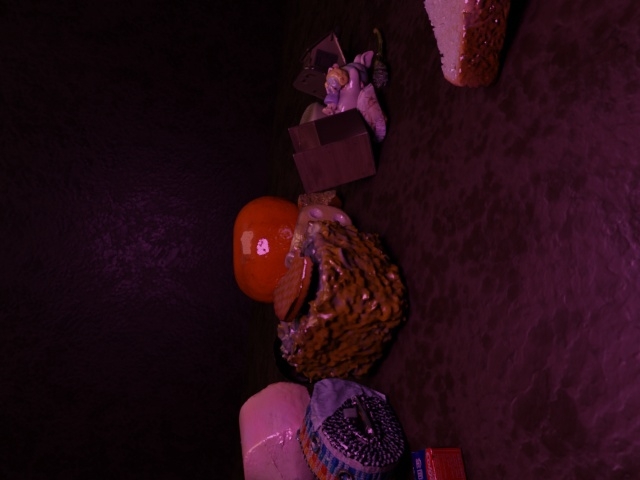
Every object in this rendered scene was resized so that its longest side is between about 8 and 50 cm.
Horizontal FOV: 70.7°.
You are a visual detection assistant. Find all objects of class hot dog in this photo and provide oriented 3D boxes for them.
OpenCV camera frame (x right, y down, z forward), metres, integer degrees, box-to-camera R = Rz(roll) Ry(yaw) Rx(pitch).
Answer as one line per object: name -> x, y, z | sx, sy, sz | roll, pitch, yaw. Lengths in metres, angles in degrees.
hot dog -> 0.151, -0.367, 1.306 | 0.108, 0.059, 0.191 | 106, 158, -54

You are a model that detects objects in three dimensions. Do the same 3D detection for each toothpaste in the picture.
toothpaste -> 0.212, 0.507, 0.721 | 0.076, 0.066, 0.320 | 122, 152, -54

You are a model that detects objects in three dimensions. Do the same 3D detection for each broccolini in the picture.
broccolini -> 0.174, -0.551, 1.334 | 0.051, 0.054, 0.238 | 98, 174, -62

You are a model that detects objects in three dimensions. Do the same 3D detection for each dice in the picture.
dice -> 0.000, 0.000, 1.396 | 0.169, 0.170, 0.166 | 107, 177, -53

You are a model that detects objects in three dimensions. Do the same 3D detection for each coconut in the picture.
coconut -> -0.091, 0.608, 1.326 | 0.309, 0.298, 0.297 | -121, 41, -58

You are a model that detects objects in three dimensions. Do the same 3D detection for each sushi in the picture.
sushi -> 0.032, 0.153, 1.174 | 0.351, 0.240, 0.396 | -103, 29, -51

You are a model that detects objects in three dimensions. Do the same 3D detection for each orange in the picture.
orange -> -0.164, 0.036, 1.713 | 0.424, 0.327, 0.423 | 177, 90, -83

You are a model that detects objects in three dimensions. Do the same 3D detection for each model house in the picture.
model house -> 0.042, -0.663, 1.592 | 0.218, 0.205, 0.278 | -173, 98, -72

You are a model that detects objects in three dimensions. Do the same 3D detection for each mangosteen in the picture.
mangosteen -> -0.048, 0.329, 1.431 | 0.250, 0.212, 0.211 | -102, 24, -71

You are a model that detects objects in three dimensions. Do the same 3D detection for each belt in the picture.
belt -> 0.065, 0.429, 0.999 | 0.257, 0.207, 0.149 | -128, 49, -56

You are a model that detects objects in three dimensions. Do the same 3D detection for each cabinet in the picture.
cabinet -> 0.032, -0.260, 1.325 | 0.174, 0.215, 0.148 | -103, -3, -50

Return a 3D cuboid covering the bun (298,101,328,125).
bun -> -0.019, -0.451, 1.821 | 0.221, 0.109, 0.221 | -164, 90, -73

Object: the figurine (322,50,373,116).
figurine -> 0.087, -0.499, 1.421 | 0.127, 0.155, 0.235 | 5, 86, 63

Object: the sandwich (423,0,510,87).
sandwich -> 0.244, -0.451, 0.808 | 0.254, 0.100, 0.288 | -119, 17, -49

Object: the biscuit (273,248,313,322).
biscuit -> -0.068, 0.109, 1.078 | 0.229, 0.031, 0.176 | 175, 107, -71

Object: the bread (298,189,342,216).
bread -> 0.000, -0.109, 1.566 | 0.086, 0.156, 0.125 | -96, -6, -49
